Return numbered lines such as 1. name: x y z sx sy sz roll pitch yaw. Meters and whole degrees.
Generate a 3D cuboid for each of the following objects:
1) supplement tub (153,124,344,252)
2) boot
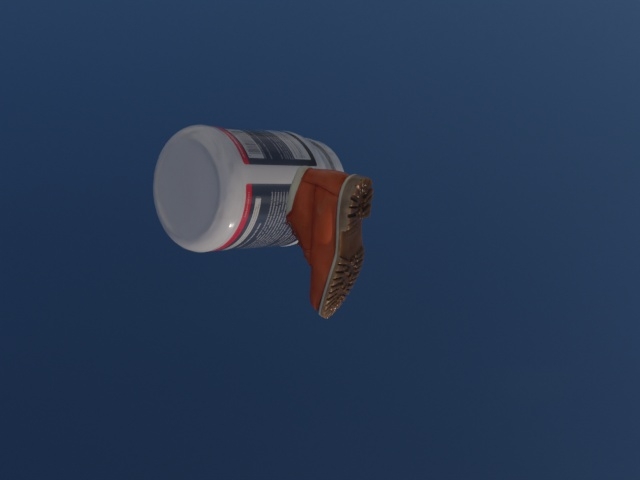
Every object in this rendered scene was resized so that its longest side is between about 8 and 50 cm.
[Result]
1. supplement tub: -0.108 -0.082 1.340 0.272 0.191 0.191 -3 -133 -49
2. boot: 0.000 0.000 0.865 0.084 0.158 0.059 18 -158 25
